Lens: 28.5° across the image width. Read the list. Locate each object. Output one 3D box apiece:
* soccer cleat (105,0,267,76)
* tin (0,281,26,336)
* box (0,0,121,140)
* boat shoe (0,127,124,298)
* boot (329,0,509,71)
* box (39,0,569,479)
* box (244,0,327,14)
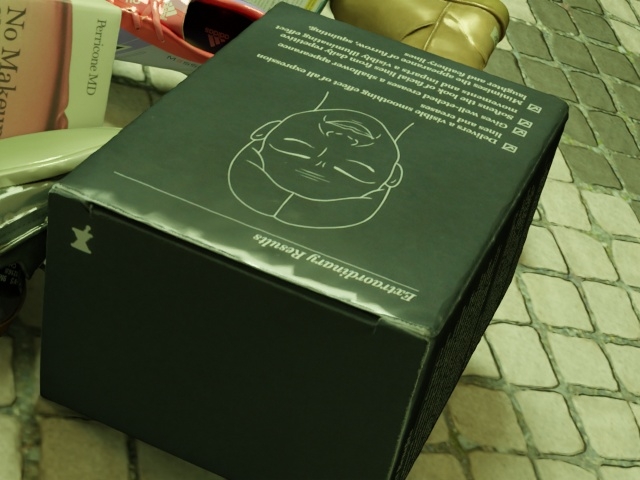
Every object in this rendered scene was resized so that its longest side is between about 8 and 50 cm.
[{"bbox_3d":[-0.185,-0.221,1.218,0.318,0.116,0.109,11,83,-20],"label":"soccer cleat"},{"bbox_3d":[-0.310,0.006,1.015,0.106,0.040,0.190,-5,54,-44],"label":"tin"},{"bbox_3d":[-0.305,-0.150,1.059,0.232,0.149,0.127,2,17,-34],"label":"box"},{"bbox_3d":[-0.261,-0.002,0.950,0.127,0.113,0.340,5,22,35],"label":"boat shoe"},{"bbox_3d":[0.076,-0.186,1.436,0.236,0.089,0.269,9,53,25],"label":"boot"},{"bbox_3d":[0.000,0.000,1.048,0.293,0.212,0.395,22,36,14],"label":"box"},{"bbox_3d":[-0.094,-0.351,1.491,0.244,0.100,0.060,35,37,-2],"label":"box"}]
